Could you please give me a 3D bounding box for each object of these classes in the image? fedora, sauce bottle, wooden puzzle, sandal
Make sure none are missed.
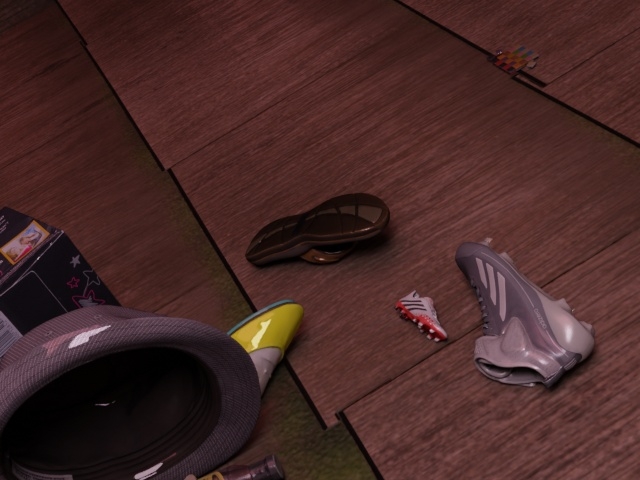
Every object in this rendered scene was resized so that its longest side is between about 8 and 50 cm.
[{"bbox_3d":[-0.209,0.148,0.921,0.276,0.243,0.124,-22,40,-12],"label":"fedora"},{"bbox_3d":[-0.099,0.247,0.915,0.128,0.042,0.042,-27,37,3],"label":"sauce bottle"},{"bbox_3d":[0.275,-0.256,1.314,0.049,0.006,0.083,-32,37,-6],"label":"wooden puzzle"},{"bbox_3d":[0.000,0.000,1.143,0.219,0.060,0.090,-19,29,35],"label":"sandal"}]

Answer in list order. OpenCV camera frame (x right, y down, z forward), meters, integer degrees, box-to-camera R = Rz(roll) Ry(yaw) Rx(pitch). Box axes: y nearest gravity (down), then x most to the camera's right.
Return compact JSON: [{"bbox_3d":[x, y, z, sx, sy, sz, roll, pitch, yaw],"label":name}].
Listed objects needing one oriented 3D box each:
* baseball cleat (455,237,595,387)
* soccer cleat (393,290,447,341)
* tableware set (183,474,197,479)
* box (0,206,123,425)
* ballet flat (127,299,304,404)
[{"bbox_3d":[0.176,0.072,0.931,0.109,0.072,0.206,-40,34,-6],"label":"baseball cleat"},{"bbox_3d":[0.113,0.079,0.996,0.036,0.029,0.083,-41,34,-11],"label":"soccer cleat"},{"bbox_3d":[-0.138,0.326,0.850,0.128,0.039,0.194,31,70,36],"label":"tableware set"},{"bbox_3d":[-0.311,0.113,1.034,0.142,0.247,0.163,17,56,45],"label":"box"},{"bbox_3d":[-0.107,0.153,1.019,0.231,0.077,0.077,-30,58,1],"label":"ballet flat"}]
